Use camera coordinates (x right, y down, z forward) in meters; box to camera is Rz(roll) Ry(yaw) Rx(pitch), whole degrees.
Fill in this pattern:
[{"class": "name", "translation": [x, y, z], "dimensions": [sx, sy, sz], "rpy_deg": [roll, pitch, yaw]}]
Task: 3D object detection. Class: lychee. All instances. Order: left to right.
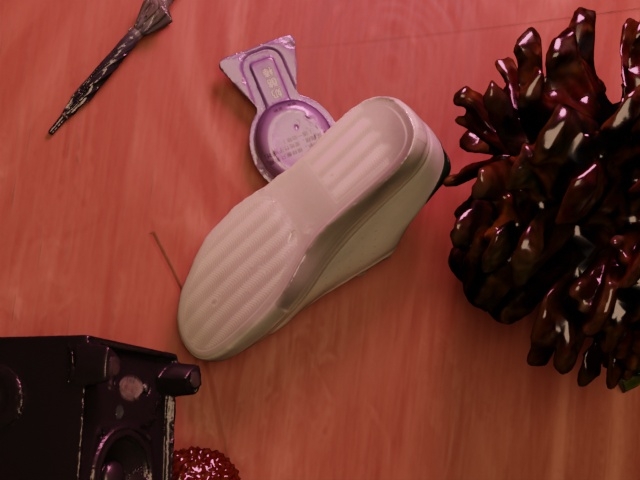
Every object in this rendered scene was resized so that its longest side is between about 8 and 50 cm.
[{"class": "lychee", "translation": [-0.139, 0.282, 1.602], "dimensions": [0.129, 0.123, 0.123], "rpy_deg": [-40, 87, -19]}]

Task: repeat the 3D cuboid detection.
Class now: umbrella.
[{"class": "umbrella", "translation": [-0.216, -0.220, 1.714], "dimensions": [0.044, 0.044, 0.269], "rpy_deg": [40, 85, -37]}]

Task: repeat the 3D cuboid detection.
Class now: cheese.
[{"class": "cheese", "translation": [-0.038, -0.135, 1.711], "dimensions": [0.105, 0.042, 0.191], "rpy_deg": [-21, 87, -9]}]

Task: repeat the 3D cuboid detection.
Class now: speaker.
[{"class": "speaker", "translation": [-0.275, 0.220, 1.512], "dimensions": [0.254, 0.184, 0.232], "rpy_deg": [-3, 80, 28]}]

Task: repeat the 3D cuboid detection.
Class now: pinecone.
[{"class": "pinecone", "translation": [0.302, -0.063, 1.579], "dimensions": [0.397, 0.398, 0.398], "rpy_deg": [1, 81, -6]}]

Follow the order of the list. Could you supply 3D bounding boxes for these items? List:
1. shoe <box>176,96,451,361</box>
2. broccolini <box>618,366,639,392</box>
[{"class": "shoe", "translation": [0.000, 0.000, 1.667], "dimensions": [0.363, 0.160, 0.132], "rpy_deg": [-46, 60, 13]}, {"class": "broccolini", "translation": [0.447, 0.090, 1.729], "dimensions": [0.254, 0.057, 0.071], "rpy_deg": [-36, 44, -13]}]
